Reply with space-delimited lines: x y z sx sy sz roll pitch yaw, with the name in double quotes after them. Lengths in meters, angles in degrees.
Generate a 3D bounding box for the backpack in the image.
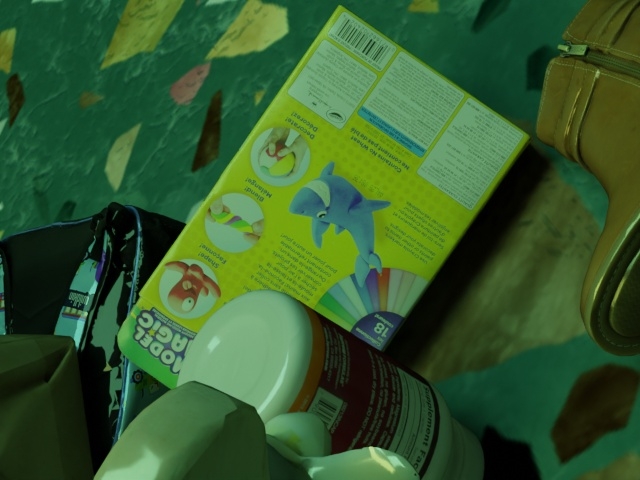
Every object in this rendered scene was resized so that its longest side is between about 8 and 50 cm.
-0.128 0.078 1.148 0.158 0.117 0.173 -13 68 44 "backpack"

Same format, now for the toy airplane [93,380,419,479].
-0.044 0.248 0.711 0.386 0.384 0.272 -53 47 7 "toy airplane"

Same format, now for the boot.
0.153 -0.040 0.971 0.152 0.073 0.197 18 72 55 "boot"

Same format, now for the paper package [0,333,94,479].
-0.281 0.223 1.084 0.325 0.168 0.309 -17 78 40 "paper package"

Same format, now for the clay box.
0.000 0.000 1.056 0.222 0.127 0.053 -55 -3 2 "clay box"

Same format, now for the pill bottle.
0.009 0.091 0.957 0.086 0.152 0.086 -28 45 32 "pill bottle"
